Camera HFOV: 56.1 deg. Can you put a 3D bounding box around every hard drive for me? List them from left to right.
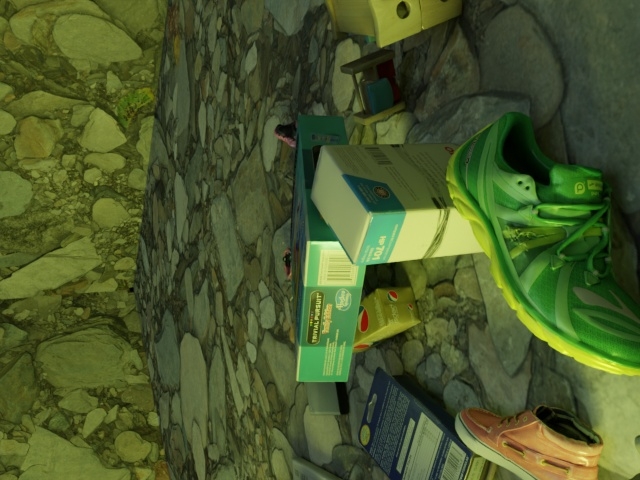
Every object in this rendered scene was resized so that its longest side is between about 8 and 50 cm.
[{"bbox_3d":[0.010,0.281,1.135,0.135,0.022,0.094,-32,64,61],"label":"hard drive"}]

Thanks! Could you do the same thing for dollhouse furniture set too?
[{"bbox_3d":[0.107,-0.257,0.802,0.129,0.128,0.184,39,151,56],"label":"dollhouse furniture set"}]

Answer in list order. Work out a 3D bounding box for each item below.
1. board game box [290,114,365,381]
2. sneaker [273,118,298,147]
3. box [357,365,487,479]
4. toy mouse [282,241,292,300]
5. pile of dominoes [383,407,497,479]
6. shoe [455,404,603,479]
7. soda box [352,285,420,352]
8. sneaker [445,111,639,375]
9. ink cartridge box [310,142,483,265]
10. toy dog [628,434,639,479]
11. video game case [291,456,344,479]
[{"bbox_3d":[0.000,0.000,0.908,0.336,0.079,0.254,-97,10,-53],"label":"board game box"},{"bbox_3d":[-0.052,-0.219,1.197,0.119,0.047,0.057,41,114,51],"label":"sneaker"},{"bbox_3d":[0.131,0.282,0.828,0.225,0.036,0.137,35,116,57],"label":"box"},{"bbox_3d":[-0.042,0.054,1.206,0.161,0.031,0.143,27,117,61],"label":"toy mouse"},{"bbox_3d":[0.162,0.352,0.843,0.196,0.040,0.251,34,115,59],"label":"pile of dominoes"},{"bbox_3d":[0.222,0.208,0.653,0.178,0.063,0.081,27,115,55],"label":"shoe"},{"bbox_3d":[0.079,0.127,0.932,0.181,0.061,0.058,135,127,-57],"label":"soda box"},{"bbox_3d":[0.223,-0.007,0.567,0.124,0.109,0.296,-57,49,40],"label":"sneaker"},{"bbox_3d":[0.104,-0.049,0.717,0.140,0.190,0.082,-120,36,-44],"label":"ink cartridge box"},{"bbox_3d":[0.325,0.308,0.273,0.395,0.284,0.408,-13,79,33],"label":"toy dog"},{"bbox_3d":[0.006,0.551,1.169,0.227,0.026,0.207,-13,81,63],"label":"video game case"}]
